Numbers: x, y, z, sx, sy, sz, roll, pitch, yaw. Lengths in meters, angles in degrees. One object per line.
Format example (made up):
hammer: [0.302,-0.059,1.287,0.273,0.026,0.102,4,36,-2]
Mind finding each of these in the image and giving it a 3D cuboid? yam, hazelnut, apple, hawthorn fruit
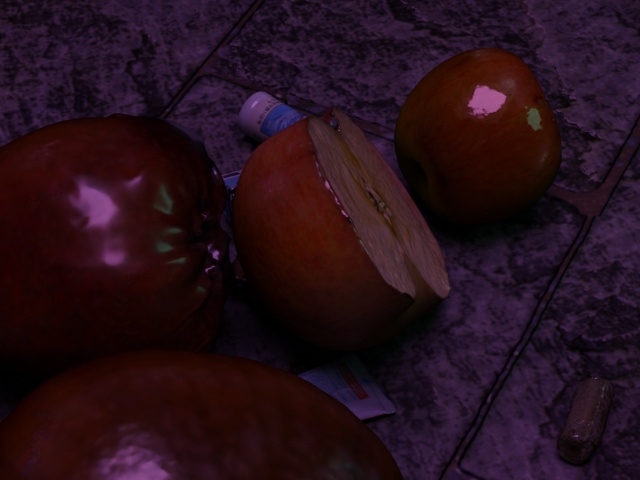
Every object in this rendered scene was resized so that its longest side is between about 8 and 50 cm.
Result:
yam: [0.276,0.186,1.829,0.043,0.043,0.094,14,47,12]
hazelnut: [-0.110,0.281,1.523,0.409,0.359,0.359,8,45,-16]
apple: [0.177,-0.115,2.013,0.196,0.196,0.196,0,47,0]
apple: [0.000,0.000,1.868,0.163,0.293,0.251,-33,80,14]
hawthorn fruit: [-0.243,0.016,1.826,0.324,0.308,0.308,-5,38,37]

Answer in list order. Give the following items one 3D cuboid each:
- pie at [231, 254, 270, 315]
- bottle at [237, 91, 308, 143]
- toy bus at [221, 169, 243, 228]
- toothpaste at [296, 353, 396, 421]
pie: [-0.050,0.022,1.982,0.092,0.034,0.170,18,44,12]
bottle: [-0.001,-0.105,2.089,0.217,0.060,0.060,33,54,25]
toy bus: [-0.055,-0.059,2.037,0.123,0.060,0.075,-16,23,-15]
toothpaste: [-0.040,0.179,1.827,0.234,0.057,0.089,-18,51,-25]
